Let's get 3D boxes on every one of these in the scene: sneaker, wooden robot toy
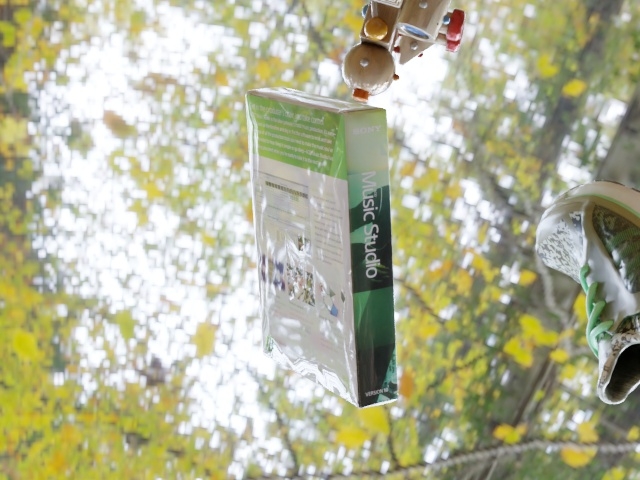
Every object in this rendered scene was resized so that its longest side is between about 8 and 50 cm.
[{"bbox_3d":[0.306,0.066,1.413,0.182,0.158,0.410,-45,-155,-9],"label":"sneaker"},{"bbox_3d":[0.047,-0.125,0.944,0.076,0.173,0.079,22,-96,8],"label":"wooden robot toy"}]

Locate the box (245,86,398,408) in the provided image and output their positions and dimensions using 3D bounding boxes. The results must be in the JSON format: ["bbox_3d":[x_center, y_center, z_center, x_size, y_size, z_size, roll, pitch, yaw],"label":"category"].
[{"bbox_3d":[0.000,0.000,1.606,0.058,0.322,0.232,-12,-163,-27],"label":"box"}]
